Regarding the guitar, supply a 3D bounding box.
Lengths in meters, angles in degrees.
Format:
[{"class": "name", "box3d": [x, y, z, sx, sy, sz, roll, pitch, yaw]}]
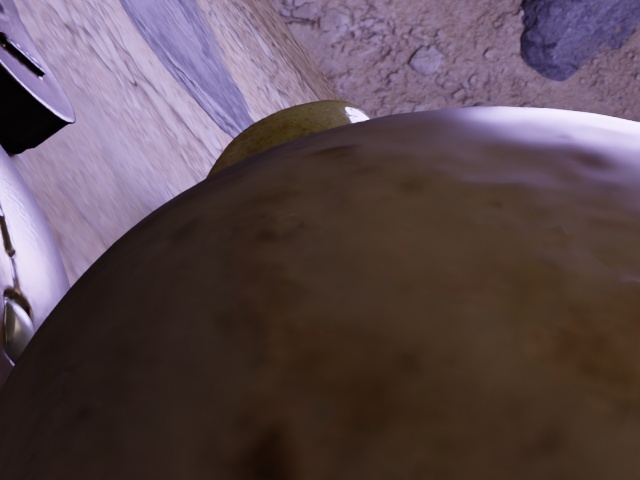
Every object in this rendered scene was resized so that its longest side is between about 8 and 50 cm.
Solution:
[{"class": "guitar", "box3d": [-0.187, -0.155, 0.819, 0.084, 0.038, 0.271, 46, 15, -56]}]

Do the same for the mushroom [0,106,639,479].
[{"class": "mushroom", "box3d": [0.049, 0.121, 0.453, 0.297, 0.297, 0.290, -114, -154, -53]}]

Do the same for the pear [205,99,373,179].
[{"class": "pear", "box3d": [0.000, 0.000, 1.007, 0.167, 0.136, 0.167, 56, 4, -5]}]

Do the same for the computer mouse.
[{"class": "computer mouse", "box3d": [-0.130, -0.012, 0.564, 0.102, 0.045, 0.199, 42, 15, -53]}]
